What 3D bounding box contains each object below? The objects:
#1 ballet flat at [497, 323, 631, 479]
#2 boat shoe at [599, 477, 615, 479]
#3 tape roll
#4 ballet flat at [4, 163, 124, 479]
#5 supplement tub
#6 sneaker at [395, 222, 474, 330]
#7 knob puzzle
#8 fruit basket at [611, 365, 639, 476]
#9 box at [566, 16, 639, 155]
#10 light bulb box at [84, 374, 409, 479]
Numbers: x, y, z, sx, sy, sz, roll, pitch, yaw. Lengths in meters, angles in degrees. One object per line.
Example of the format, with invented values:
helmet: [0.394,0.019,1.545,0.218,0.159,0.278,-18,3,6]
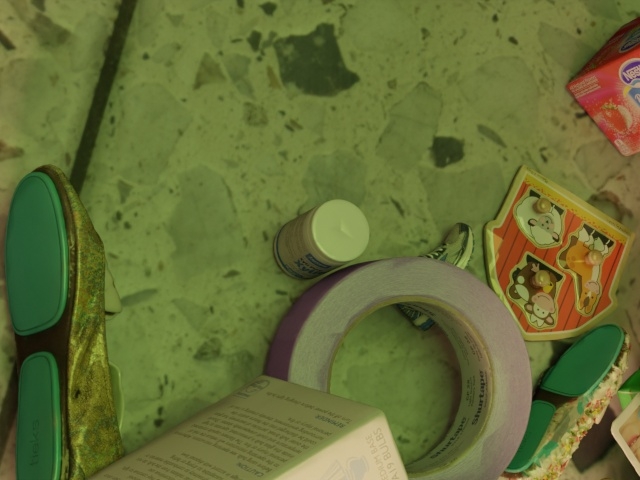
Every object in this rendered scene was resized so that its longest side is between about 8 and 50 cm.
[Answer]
ballet flat: [0.278,0.200,1.885,0.241,0.091,0.077,-48,129,-21]
boat shoe: [0.363,0.338,1.893,0.063,0.059,0.170,-35,95,15]
tape roll: [0.084,0.155,1.767,0.275,0.090,0.274,1,85,-17]
ballet flat: [-0.248,0.101,1.656,0.123,0.123,0.348,1,77,-24]
supplement tub: [0.000,0.000,1.780,0.071,0.107,0.071,5,76,-22]
sneaker: [0.127,0.031,1.862,0.058,0.052,0.135,32,67,-10]
knob puzzle: [0.274,0.030,1.938,0.213,0.030,0.213,5,76,-23]
fruit basket: [0.525,0.244,1.929,0.327,0.165,0.353,-42,100,-26]
box: [0.424,-0.207,1.931,0.122,0.257,0.128,48,65,-9]
light bulb box: [-0.082,0.374,1.549,0.361,0.225,0.358,-29,108,-27]
